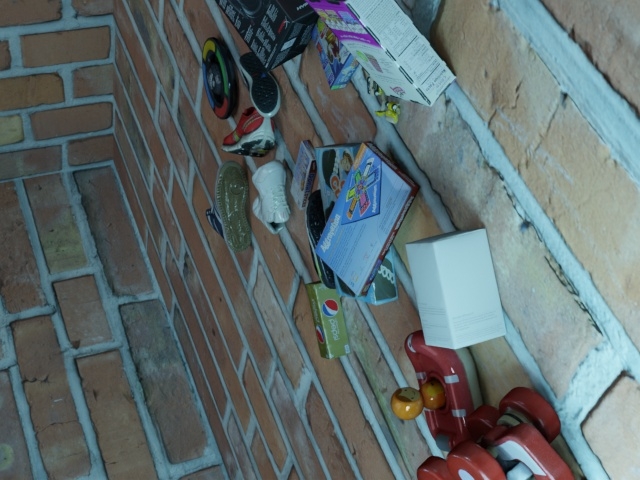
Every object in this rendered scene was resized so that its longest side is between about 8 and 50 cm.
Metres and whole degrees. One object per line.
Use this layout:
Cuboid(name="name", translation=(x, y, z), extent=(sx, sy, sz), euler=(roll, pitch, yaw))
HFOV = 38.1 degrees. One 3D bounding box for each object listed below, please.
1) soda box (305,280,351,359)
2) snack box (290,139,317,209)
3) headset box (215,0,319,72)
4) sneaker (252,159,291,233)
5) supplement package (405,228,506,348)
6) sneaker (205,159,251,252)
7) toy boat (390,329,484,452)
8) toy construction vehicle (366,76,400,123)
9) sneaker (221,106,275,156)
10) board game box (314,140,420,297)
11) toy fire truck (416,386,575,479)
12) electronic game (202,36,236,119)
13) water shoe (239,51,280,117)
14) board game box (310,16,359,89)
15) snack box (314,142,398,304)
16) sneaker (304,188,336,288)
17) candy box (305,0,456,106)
Cuboid(name="soda box", translation=(0.018, 0.183, 2.176), extent=(0.061, 0.058, 0.181), euler=(175, 84, -69))
Cuboid(name="snack box", translation=(-0.039, -0.152, 2.179), extent=(0.178, 0.022, 0.064), euler=(106, 146, -51))
Cuboid(name="headset box", translation=(-0.130, -0.534, 1.928), extent=(0.293, 0.110, 0.218), euler=(54, 155, 5))
Cuboid(name="sneaker", translation=(-0.109, -0.105, 2.318), extent=(0.115, 0.090, 0.232), euler=(56, 160, 29))
Cuboid(name="supplement package", translation=(0.223, 0.078, 1.540), extent=(0.105, 0.105, 0.179), euler=(176, 81, -69))
Cuboid(name="sneaker", translation=(-0.275, -0.118, 2.684), extent=(0.153, 0.099, 0.282), euler=(42, 143, 53))
Cuboid(name="toy boat", translation=(0.195, 0.276, 1.660), extent=(0.151, 0.151, 0.231), euler=(165, 92, -68))
Cuboid(name="toy construction vehicle", translation=(0.125, -0.269, 1.699), extent=(0.086, 0.035, 0.098), euler=(27, 130, 50))
Cuboid(name="sneaker", translation=(-0.176, -0.282, 2.387), extent=(0.279, 0.107, 0.118), euler=(173, 103, -65))
Cuboid(name="board game box", translation=(0.085, -0.038, 1.796), extent=(0.145, 0.027, 0.281), euler=(45, 131, 26))
Cuboid(name="toy fire truck", translation=(0.315, 0.391, 1.459), extent=(0.254, 0.169, 0.302), euler=(48, 154, 7))
Cuboid(name="electronic game", translation=(-0.288, -0.453, 2.598), extent=(0.229, 0.048, 0.229), euler=(168, 90, -68))
Cuboid(name="water shoe", translation=(-0.140, -0.372, 2.273), extent=(0.080, 0.072, 0.203), euler=(71, 179, -61))
Cuboid(name="board game box", translation=(0.042, -0.403, 1.818), extent=(0.201, 0.035, 0.136), euler=(131, 124, -64))
Cuboid(name="snack box", translation=(0.071, -0.039, 1.915), extent=(0.187, 0.060, 0.322), euler=(10, 111, 65))
Cuboid(name="sneaker", translation=(0.000, 0.000, 2.083), extent=(0.097, 0.084, 0.235), euler=(-160, 60, -67))
Cuboid(name="candy box", translation=(0.097, -0.330, 1.508), extent=(0.233, 0.071, 0.159), euler=(45, 174, -29))
